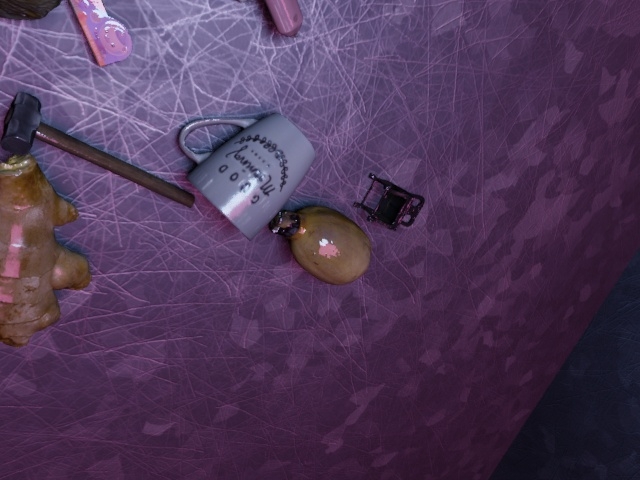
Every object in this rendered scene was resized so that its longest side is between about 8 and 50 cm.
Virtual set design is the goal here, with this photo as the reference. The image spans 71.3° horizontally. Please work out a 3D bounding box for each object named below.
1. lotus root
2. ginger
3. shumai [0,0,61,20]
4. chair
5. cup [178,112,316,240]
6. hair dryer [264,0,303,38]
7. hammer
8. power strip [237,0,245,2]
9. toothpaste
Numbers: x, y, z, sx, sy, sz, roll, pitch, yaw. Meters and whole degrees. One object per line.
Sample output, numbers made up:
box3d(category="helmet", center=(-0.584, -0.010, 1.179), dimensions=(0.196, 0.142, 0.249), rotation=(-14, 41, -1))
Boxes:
box3d(category="lotus root", center=(0.000, 0.000, 1.099), dimensions=(0.310, 0.183, 0.182), rotation=(30, 101, -37))
box3d(category="ginger", center=(-0.545, 0.036, 0.841), dimensions=(0.236, 0.166, 0.375), rotation=(28, 111, -29))
box3d(category="shumai", center=(-0.462, -0.444, 0.605), dimensions=(0.256, 0.189, 0.218), rotation=(7, 94, 10))
box3d(category="chair", center=(0.215, -0.088, 1.212), dimensions=(0.229, 0.113, 0.106), rotation=(17, 110, -31))
box3d(category="cup", center=(-0.161, -0.170, 0.937), dimensions=(0.258, 0.186, 0.234), rotation=(44, 83, -11))
box3d(category="hair dryer", center=(-0.095, -0.526, 0.758), dimensions=(0.210, 0.125, 0.352), rotation=(-42, 134, -17))
box3d(category="hammer", center=(-0.400, -0.146, 0.861), dimensions=(0.043, 0.111, 0.366), rotation=(-33, 141, 28))
box3d(category="power strip", center=(-0.180, -0.517, 0.789), dimensions=(0.192, 0.035, 0.081), rotation=(34, 97, -38))
box3d(category="toothpaste", center=(-0.381, -0.400, 0.745), dimensions=(0.070, 0.044, 0.193), rotation=(-24, 127, -16))
